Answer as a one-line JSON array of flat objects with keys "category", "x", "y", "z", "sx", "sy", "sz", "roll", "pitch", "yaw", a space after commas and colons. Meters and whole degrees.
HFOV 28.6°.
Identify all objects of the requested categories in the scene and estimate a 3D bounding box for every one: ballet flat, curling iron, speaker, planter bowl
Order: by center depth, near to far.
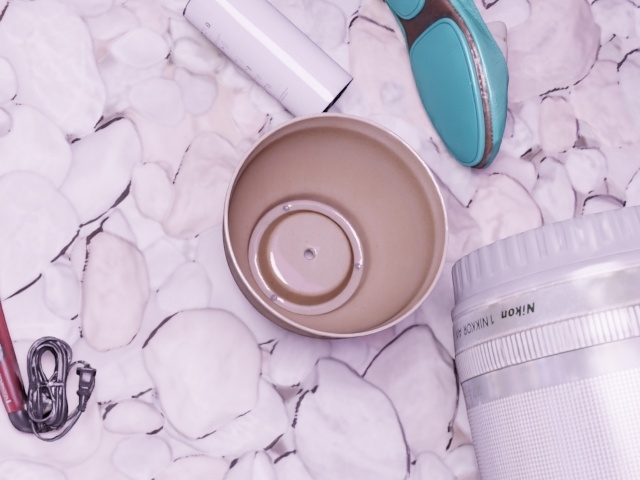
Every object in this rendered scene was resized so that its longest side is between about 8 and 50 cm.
[{"category": "curling iron", "x": -0.235, "y": 0.014, "z": 0.900, "sx": 0.068, "sy": 0.035, "sz": 0.274, "roll": -24, "pitch": 84, "yaw": -16}, {"category": "planter bowl", "x": 0.000, "y": 0.000, "z": 0.923, "sx": 0.162, "sy": 0.109, "sz": 0.162, "roll": 4, "pitch": 75, "yaw": -14}, {"category": "speaker", "x": -0.040, "y": -0.150, "z": 0.981, "sx": 0.136, "sy": 0.055, "sz": 0.055, "roll": 41, "pitch": 70, "yaw": 0}, {"category": "ballet flat", "x": 0.105, "y": -0.181, "z": 1.014, "sx": 0.087, "sy": 0.083, "sz": 0.247, "roll": -23, "pitch": 84, "yaw": -32}]

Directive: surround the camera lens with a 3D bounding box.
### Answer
[{"category": "camera lens", "x": 0.216, "y": 0.131, "z": 0.883, "sx": 0.219, "sy": 0.219, "sz": 0.274, "roll": -7, "pitch": 78, "yaw": -16}]
